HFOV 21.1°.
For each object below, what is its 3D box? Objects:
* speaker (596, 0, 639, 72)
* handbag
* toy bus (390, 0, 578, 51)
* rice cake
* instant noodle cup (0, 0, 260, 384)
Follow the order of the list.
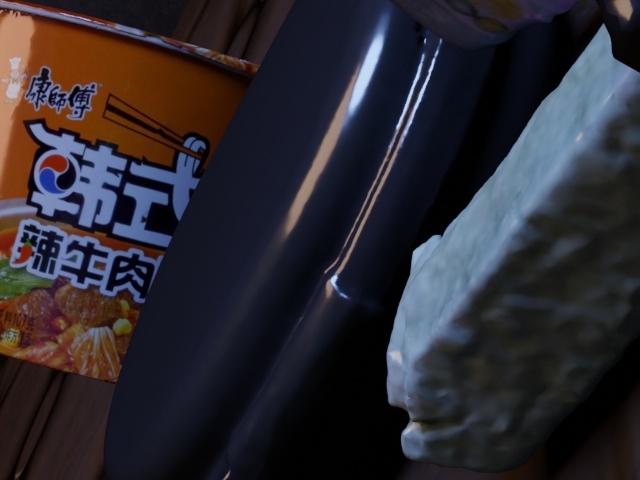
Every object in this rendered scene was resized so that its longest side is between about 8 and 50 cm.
[{"bbox_3d":[0.137,-0.138,0.202,0.388,0.184,0.180,-39,29,63],"label":"speaker"},{"bbox_3d":[0.001,0.000,0.746,0.308,0.093,0.254,-60,15,25],"label":"handbag"},{"bbox_3d":[0.115,-0.210,0.526,0.317,0.112,0.138,-59,16,-16],"label":"toy bus"},{"bbox_3d":[0.084,-0.017,0.487,0.206,0.063,0.069,-56,9,35],"label":"rice cake"},{"bbox_3d":[-0.126,-0.021,1.037,0.250,0.250,0.192,-168,93,-78],"label":"instant noodle cup"}]
